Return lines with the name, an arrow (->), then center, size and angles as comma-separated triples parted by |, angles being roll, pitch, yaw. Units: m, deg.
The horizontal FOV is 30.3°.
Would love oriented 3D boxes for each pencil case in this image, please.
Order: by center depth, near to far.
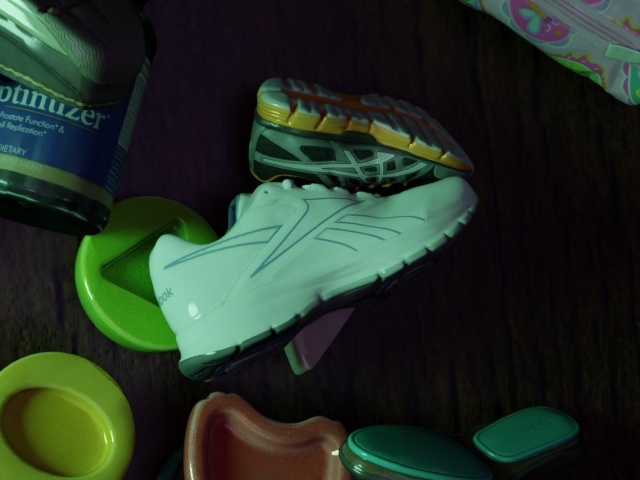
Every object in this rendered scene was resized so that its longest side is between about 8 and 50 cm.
pencil case -> 0.206, -0.227, 1.038 | 0.284, 0.124, 0.124 | 29, 84, -16

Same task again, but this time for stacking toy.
stacking toy -> -0.126, 0.133, 0.983 | 0.309, 0.130, 0.279 | 27, 58, -20

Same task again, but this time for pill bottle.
pill bottle -> -0.196, -0.123, 0.905 | 0.123, 0.123, 0.219 | 17, 78, -18

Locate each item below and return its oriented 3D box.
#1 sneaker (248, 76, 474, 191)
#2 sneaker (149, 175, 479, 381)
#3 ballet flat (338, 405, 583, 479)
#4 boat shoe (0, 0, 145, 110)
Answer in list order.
sneaker -> 0.033, -0.078, 1.020 | 0.215, 0.084, 0.083 | 11, 118, -24
sneaker -> 0.000, 0.000, 0.953 | 0.297, 0.111, 0.129 | -23, 75, -26
ballet flat -> 0.125, 0.209, 1.019 | 0.280, 0.095, 0.096 | 1, 112, -38
boat shoe -> -0.266, -0.163, 0.826 | 0.132, 0.355, 0.130 | -11, 128, -55
